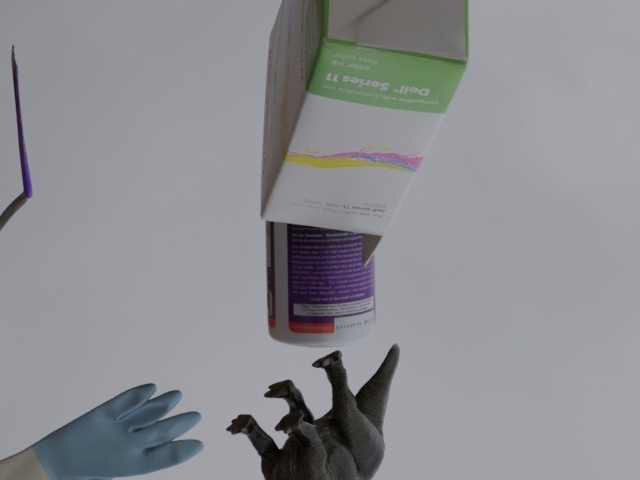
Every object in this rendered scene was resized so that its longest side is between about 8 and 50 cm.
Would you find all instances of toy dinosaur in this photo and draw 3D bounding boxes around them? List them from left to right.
[{"bbox_3d":[0.004,0.219,1.857,0.121,0.160,0.313,-16,-159,29],"label":"toy dinosaur"}]

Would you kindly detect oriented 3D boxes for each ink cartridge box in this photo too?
[{"bbox_3d":[0.025,-0.143,1.520,0.353,0.119,0.207,112,-17,-60],"label":"ink cartridge box"}]

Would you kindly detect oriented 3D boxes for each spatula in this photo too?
[{"bbox_3d":[-0.222,0.013,1.223,0.084,0.030,0.296,-116,-142,-65],"label":"spatula"}]

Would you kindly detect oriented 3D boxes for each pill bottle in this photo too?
[{"bbox_3d":[0.000,0.000,1.764,0.108,0.108,0.194,-153,-120,-69],"label":"pill bottle"}]

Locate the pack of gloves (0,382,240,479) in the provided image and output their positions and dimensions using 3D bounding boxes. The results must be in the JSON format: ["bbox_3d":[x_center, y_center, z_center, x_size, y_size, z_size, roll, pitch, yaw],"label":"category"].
[{"bbox_3d":[-0.178,0.239,1.536,0.232,0.195,0.046,-28,-170,1],"label":"pack of gloves"}]
